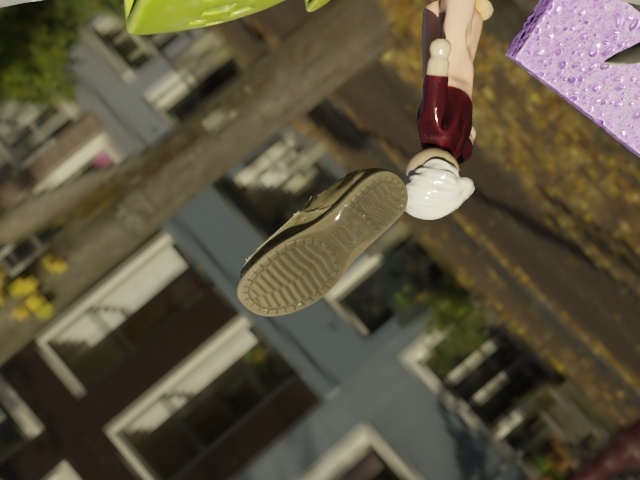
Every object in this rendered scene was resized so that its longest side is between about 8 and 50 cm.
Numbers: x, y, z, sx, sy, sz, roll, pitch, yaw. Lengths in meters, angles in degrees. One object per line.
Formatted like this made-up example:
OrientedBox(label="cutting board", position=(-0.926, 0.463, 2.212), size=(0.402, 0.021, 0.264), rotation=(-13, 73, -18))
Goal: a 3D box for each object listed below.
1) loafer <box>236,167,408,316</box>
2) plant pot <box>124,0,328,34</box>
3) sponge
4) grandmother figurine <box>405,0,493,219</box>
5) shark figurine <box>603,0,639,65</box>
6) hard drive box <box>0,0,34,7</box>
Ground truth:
OrientedBox(label="loafer", position=(0.000, 0.000, 1.289), size=(0.056, 0.148, 0.050), rotation=(54, 179, -22))
OrientedBox(label="plant pot", position=(-0.063, -0.312, 1.518), size=(0.228, 0.207, 0.227), rotation=(149, 117, -74))
OrientedBox(label="sponge", position=(0.302, -0.182, 1.809), size=(0.210, 0.117, 0.031), rotation=(34, -176, -24))
OrientedBox(label="grandmother figurine", position=(0.162, -0.176, 2.269), size=(0.104, 0.342, 0.208), rotation=(-6, 147, 27))
OrientedBox(label="shark figurine", position=(0.285, -0.176, 1.457), size=(0.278, 0.116, 0.166), rotation=(-34, -73, -70))
OrientedBox(label="hard drive box", position=(-0.195, -0.270, 1.239), size=(0.232, 0.181, 0.089), rotation=(47, 143, 42))
